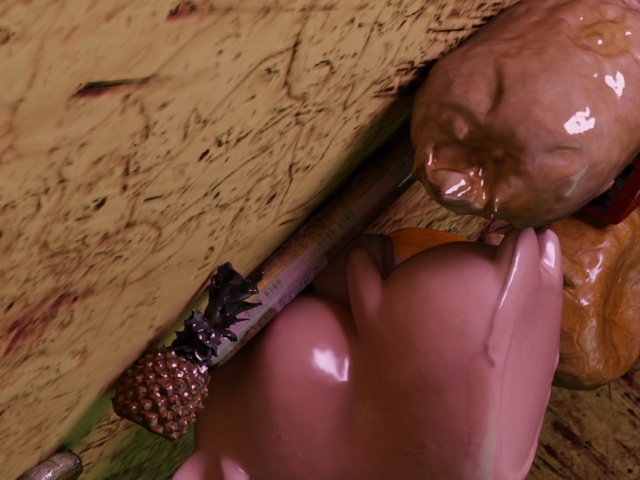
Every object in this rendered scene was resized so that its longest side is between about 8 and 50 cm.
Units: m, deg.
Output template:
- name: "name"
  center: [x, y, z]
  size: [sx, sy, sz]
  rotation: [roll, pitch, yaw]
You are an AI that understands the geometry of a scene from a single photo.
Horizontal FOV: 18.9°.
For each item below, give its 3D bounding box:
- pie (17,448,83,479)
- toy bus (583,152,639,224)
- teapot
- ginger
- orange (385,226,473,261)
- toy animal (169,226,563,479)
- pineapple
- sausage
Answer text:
- name: "pie"
  center: [-0.184, 0.167, 1.242]
  size: [0.084, 0.020, 0.084]
  rotation: [-44, 168, -12]
- name: "toy bus"
  center: [0.291, -0.099, 1.813]
  size: [0.081, 0.089, 0.195]
  rotation: [-41, 166, -26]
- name: "teapot"
  center: [0.240, 0.043, 1.977]
  size: [0.311, 0.167, 0.203]
  rotation: [26, 80, -58]
- name: "ginger"
  center: [0.155, -0.091, 1.278]
  size: [0.267, 0.138, 0.152]
  rotation: [-28, 146, -55]
- name: "orange"
  center: [0.076, 0.060, 1.497]
  size: [0.159, 0.136, 0.159]
  rotation: [-38, 169, -9]
- name: "toy animal"
  center: [0.035, 0.098, 1.332]
  size: [0.195, 0.256, 0.213]
  rotation: [1, 87, -68]
- name: "pineapple"
  center: [-0.082, 0.065, 1.220]
  size: [0.124, 0.058, 0.058]
  rotation: [-61, 167, 0]
- name: "sausage"
  center: [0.000, 0.000, 1.298]
  size: [0.269, 0.033, 0.033]
  rotation: [-44, 167, -13]
